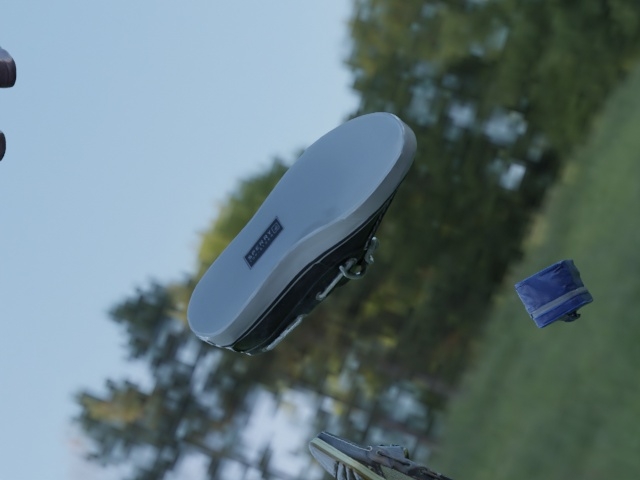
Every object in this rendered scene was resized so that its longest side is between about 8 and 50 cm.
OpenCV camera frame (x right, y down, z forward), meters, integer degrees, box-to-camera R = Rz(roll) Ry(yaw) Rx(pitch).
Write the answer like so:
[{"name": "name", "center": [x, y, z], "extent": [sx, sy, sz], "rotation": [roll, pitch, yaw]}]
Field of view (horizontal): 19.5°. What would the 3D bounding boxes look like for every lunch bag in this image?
[{"name": "lunch bag", "center": [0.267, 0.064, 2.104], "extent": [0.067, 0.065, 0.098], "rotation": [-29, -8, 17]}]

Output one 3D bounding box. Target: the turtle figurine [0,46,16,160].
[{"name": "turtle figurine", "center": [-0.397, -0.125, 1.698], "extent": [0.234, 0.118, 0.175], "rotation": [0, -54, -38]}]

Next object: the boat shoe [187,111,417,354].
[{"name": "boat shoe", "center": [0.001, 0.003, 1.863], "extent": [0.105, 0.113, 0.306], "rotation": [26, -70, -41]}]

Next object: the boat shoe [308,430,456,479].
[{"name": "boat shoe", "center": [0.062, 0.203, 1.618], "extent": [0.049, 0.152, 0.056], "rotation": [-55, -18, -22]}]
